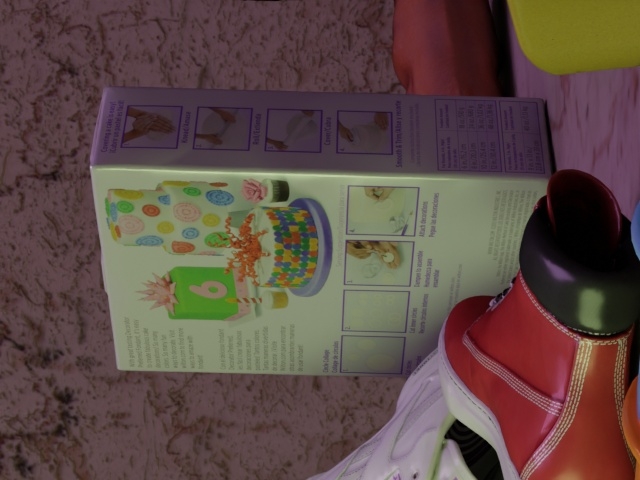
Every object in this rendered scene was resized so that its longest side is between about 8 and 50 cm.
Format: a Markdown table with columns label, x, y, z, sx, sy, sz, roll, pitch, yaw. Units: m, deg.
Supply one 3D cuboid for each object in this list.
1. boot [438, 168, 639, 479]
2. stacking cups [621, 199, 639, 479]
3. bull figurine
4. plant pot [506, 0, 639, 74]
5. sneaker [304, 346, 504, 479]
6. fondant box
| label | x | y | z | sx | sy | sz | roll | pitch | yaw |
| --- | --- | --- | --- | --- | --- | --- | --- | --- | --- |
| boot | 0.124 | 0.032 | 0.828 | 0.244 | 0.088 | 0.176 | -115 | 24 | -71 |
| stacking cups | 0.130 | 0.023 | 0.395 | 0.096 | 0.096 | 0.316 | -90 | -5 | -56 |
| bull figurine | 0.118 | -0.184 | 1.381 | 0.188 | 0.101 | 0.310 | 84 | -172 | -54 |
| plant pot | 0.129 | -0.125 | 0.709 | 0.083 | 0.081 | 0.081 | 72 | -165 | -56 |
| sneaker | 0.054 | 0.193 | 1.052 | 0.305 | 0.114 | 0.152 | -54 | 10 | -1 |
| fondant box | 0.000 | 0.000 | 1.147 | 0.238 | 0.330 | 0.096 | 92 | 179 | -48 |
